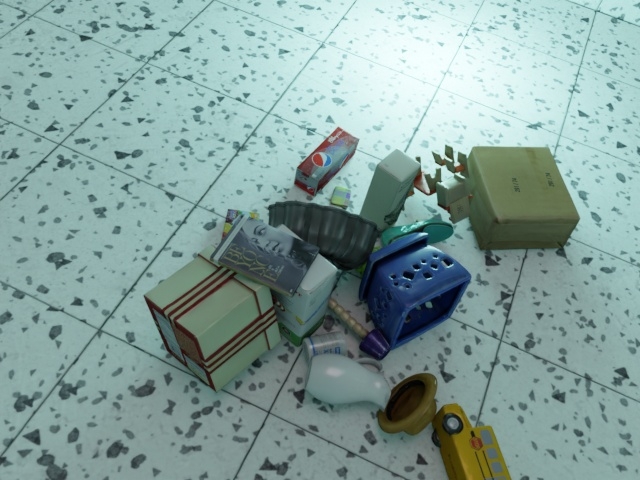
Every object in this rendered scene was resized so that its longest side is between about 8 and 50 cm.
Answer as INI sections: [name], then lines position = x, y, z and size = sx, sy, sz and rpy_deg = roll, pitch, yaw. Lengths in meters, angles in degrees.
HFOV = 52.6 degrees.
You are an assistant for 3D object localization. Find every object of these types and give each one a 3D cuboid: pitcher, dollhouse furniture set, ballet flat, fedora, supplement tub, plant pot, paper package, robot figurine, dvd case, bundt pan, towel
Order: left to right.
[dvd case]
position = -0.133, 0.033, 1.581
size = 0.221, 0.018, 0.165
rpy_deg = 24, 51, 9
[bundt pan]
position = 0.000, 0.000, 1.819
size = 0.330, 0.331, 0.124
rpy_deg = 12, 77, -1
[supplement tub]
position = 0.010, 0.285, 1.734
size = 0.107, 0.071, 0.071
rpy_deg = -9, 55, -16
[towel]
position = 0.067, -0.141, 2.113
size = 0.060, 0.009, 0.083
rpy_deg = 13, 51, 1
[pitcher]
position = 0.069, 0.349, 1.677
size = 0.207, 0.126, 0.178
rpy_deg = 13, 23, -5
[robot figurine]
position = 0.156, 0.064, 1.933
size = 0.115, 0.067, 0.101
rpy_deg = -41, 97, -33
[plant pot]
position = 0.242, 0.127, 1.794
size = 0.235, 0.236, 0.212
rpy_deg = -23, 59, -23
[fedora]
position = 0.235, 0.425, 1.639
size = 0.079, 0.194, 0.194
rpy_deg = 50, 53, -16
[ballet flat]
position = 0.298, -0.030, 2.029
size = 0.247, 0.083, 0.087
rpy_deg = -13, 42, -22
[dollhouse furniture set]
position = 0.366, -0.168, 2.072
size = 0.262, 0.135, 0.259
rpy_deg = -27, 34, -12
[paper package]
position = 0.639, -0.139, 2.117
size = 0.309, 0.168, 0.325
rpy_deg = 0, 52, -12

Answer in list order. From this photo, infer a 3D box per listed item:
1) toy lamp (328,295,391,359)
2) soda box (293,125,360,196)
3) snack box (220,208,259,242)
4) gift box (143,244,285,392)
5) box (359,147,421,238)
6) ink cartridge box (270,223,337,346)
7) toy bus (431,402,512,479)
[toy lamp]
position = 0.080, 0.222, 1.791
size = 0.274, 0.080, 0.080
rpy_deg = 40, 56, 21
[soda box]
position = 0.021, -0.265, 2.153
size = 0.092, 0.083, 0.263
rpy_deg = 32, 53, 13
[snack box]
position = -0.241, -0.026, 1.949
size = 0.100, 0.037, 0.141
rpy_deg = 9, 52, -5
[gift box]
position = -0.259, 0.194, 1.650
size = 0.255, 0.276, 0.258
rpy_deg = 33, 57, 31
[box]
position = 0.203, -0.138, 1.966
size = 0.094, 0.275, 0.113
rpy_deg = 38, 56, 16
[ink cartridge box]
position = -0.081, 0.122, 1.710
size = 0.201, 0.278, 0.117
rpy_deg = 39, 57, 19
[toy bus]
position = 0.377, 0.563, 1.562
size = 0.130, 0.108, 0.333
rpy_deg = -4, 54, -14
